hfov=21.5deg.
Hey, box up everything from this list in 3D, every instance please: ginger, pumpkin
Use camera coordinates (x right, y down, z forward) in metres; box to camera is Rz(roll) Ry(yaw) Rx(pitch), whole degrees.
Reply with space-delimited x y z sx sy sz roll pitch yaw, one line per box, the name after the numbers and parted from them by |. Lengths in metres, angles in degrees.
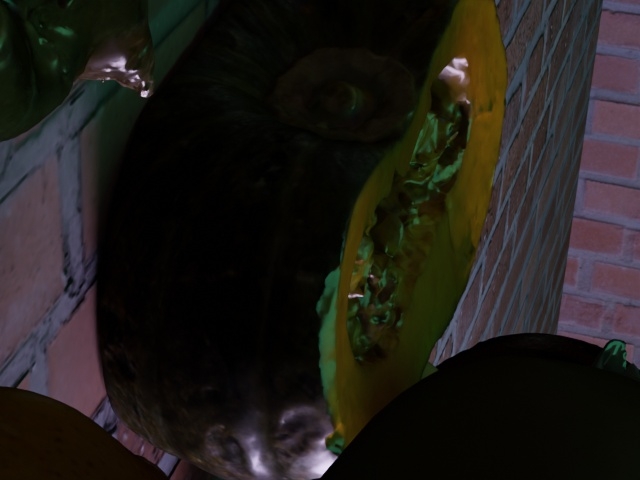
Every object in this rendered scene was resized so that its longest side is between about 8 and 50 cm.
-0.096 -0.123 0.538 0.133 0.059 0.214 -49 146 -51 | ginger
0.000 0.000 0.861 0.317 0.139 0.222 -66 159 -49 | pumpkin

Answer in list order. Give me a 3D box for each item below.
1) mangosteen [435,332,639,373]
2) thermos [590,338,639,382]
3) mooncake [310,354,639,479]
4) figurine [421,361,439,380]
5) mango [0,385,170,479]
0.149 0.212 1.284 0.311 0.311 0.311 11 90 -77 | mangosteen
0.079 0.159 0.841 0.265 0.146 0.176 -37 -144 55 | thermos
0.013 0.258 0.520 0.467 0.262 0.467 -53 -175 6 | mooncake
-0.003 0.216 1.043 0.324 0.124 0.222 -64 158 -20 | figurine
-0.131 0.136 0.441 0.252 0.126 0.154 -49 163 -50 | mango
